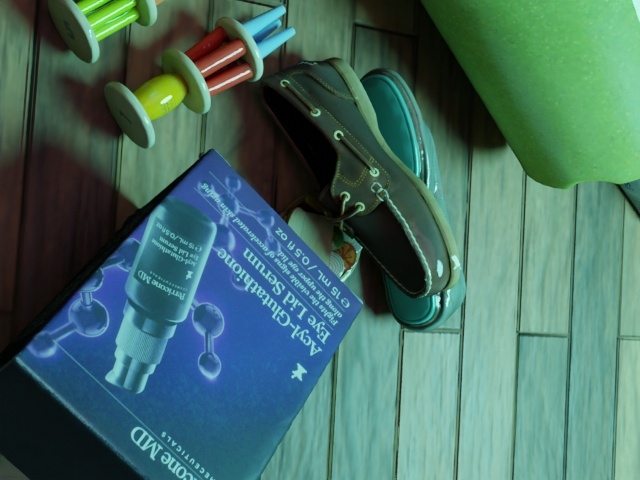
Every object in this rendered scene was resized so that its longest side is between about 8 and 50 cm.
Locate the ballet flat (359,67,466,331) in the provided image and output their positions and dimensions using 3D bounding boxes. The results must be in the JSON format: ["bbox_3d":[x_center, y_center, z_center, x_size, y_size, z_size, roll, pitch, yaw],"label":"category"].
[{"bbox_3d":[0.071,-0.033,0.734,0.068,0.072,0.213,-18,99,-55],"label":"ballet flat"}]

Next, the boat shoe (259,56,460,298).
[{"bbox_3d":[0.024,-0.042,0.673,0.073,0.073,0.207,-21,72,-36],"label":"boat shoe"}]

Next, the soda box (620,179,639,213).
[{"bbox_3d":[0.402,-0.147,0.888,0.286,0.091,0.098,-47,109,-21],"label":"soda box"}]

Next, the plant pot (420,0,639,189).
[{"bbox_3d":[0.203,-0.190,0.709,0.276,0.276,0.254,-41,117,-23],"label":"plant pot"}]

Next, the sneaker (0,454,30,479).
[{"bbox_3d":[-0.133,0.180,0.615,0.185,0.069,0.084,42,79,-14],"label":"sneaker"}]

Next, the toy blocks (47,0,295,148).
[{"bbox_3d":[-0.099,-0.154,0.644,0.148,0.054,0.123,-37,106,-24],"label":"toy blocks"}]

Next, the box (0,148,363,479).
[{"bbox_3d":[-0.092,0.071,0.565,0.153,0.108,0.207,45,46,-12],"label":"box"}]

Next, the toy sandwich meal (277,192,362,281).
[{"bbox_3d":[0.000,0.000,0.705,0.085,0.029,0.086,1,88,-28],"label":"toy sandwich meal"}]
